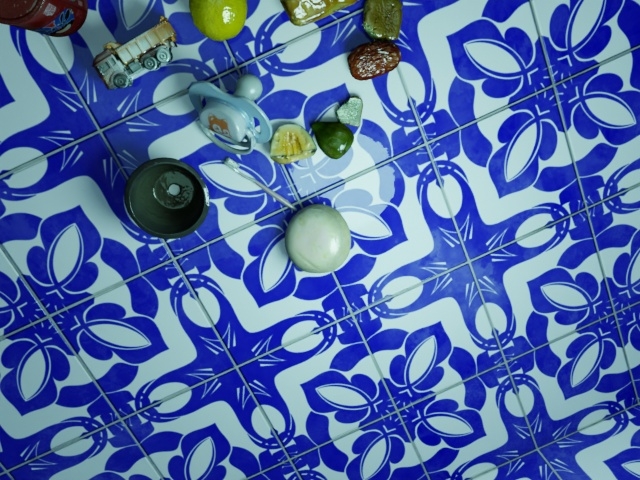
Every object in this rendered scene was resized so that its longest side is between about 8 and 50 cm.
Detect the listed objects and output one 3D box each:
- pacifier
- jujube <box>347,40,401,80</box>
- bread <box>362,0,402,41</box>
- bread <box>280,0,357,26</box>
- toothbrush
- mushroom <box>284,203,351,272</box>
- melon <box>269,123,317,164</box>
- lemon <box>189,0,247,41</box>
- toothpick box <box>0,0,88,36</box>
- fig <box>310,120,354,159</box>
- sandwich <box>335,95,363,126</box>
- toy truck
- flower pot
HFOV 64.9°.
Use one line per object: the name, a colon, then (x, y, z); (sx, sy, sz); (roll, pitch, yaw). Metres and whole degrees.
pacifier: (-0.265, -0.434, 1.626); (0.300, 0.244, 0.233); (26, 71, 9)
jujube: (0.177, -0.594, 1.654); (0.176, 0.112, 0.109); (-18, 82, -2)
bread: (0.199, -0.723, 1.638); (0.128, 0.069, 0.140); (1, 106, -6)
bread: (0.018, -0.777, 1.552); (0.295, 0.166, 0.132); (-23, 131, -1)
toothbrush: (-0.205, -0.195, 1.770); (0.307, 0.025, 0.029); (34, 92, -15)
mushroom: (0.000, 0.000, 1.775); (0.246, 0.202, 0.245); (-6, 77, 27)
melon: (-0.098, -0.330, 1.721); (0.160, 0.079, 0.128); (-10, 90, -3)
lemon: (-0.309, -0.709, 1.522); (0.181, 0.193, 0.180); (9, 61, -16)
toothpick box: (-0.798, -0.682, 1.387); (0.204, 0.333, 0.204); (-2, 107, -6)
fig: (0.035, -0.354, 1.705); (0.156, 0.123, 0.123); (41, 98, -2)
sandwich: (0.099, -0.446, 1.725); (0.093, 0.035, 0.104); (10, 104, -9)
toy truck: (-0.569, -0.580, 1.562); (0.271, 0.114, 0.135); (-30, 111, 2)
flower pot: (-0.499, -0.154, 1.674); (0.269, 0.166, 0.268); (-3, 110, -8)
